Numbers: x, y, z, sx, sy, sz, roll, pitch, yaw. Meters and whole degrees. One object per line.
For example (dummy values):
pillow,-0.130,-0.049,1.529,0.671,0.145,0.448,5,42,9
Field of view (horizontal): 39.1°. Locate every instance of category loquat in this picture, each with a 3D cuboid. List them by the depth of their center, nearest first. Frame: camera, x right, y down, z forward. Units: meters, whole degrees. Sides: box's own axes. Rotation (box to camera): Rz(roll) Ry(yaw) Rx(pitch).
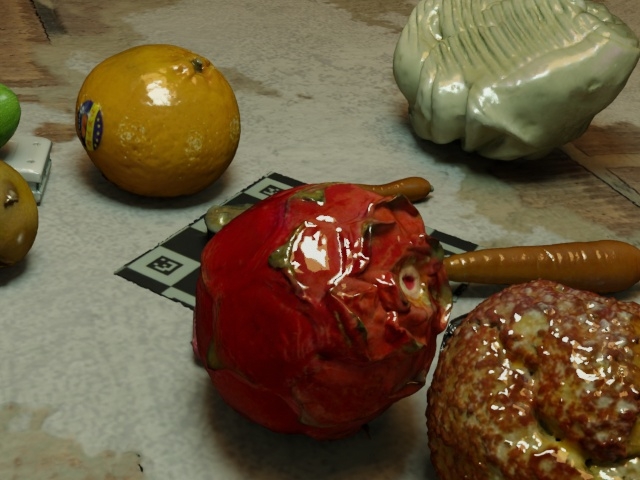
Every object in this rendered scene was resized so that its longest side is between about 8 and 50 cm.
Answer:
loquat,-0.374,-0.030,0.967,0.141,0.141,0.141,6,30,-4

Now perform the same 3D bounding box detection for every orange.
orange,-0.210,-0.158,1.182,0.219,0.193,0.219,17,15,-5

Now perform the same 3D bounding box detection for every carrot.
carrot,0.264,0.034,1.088,0.336,0.069,0.069,-1,31,-15
carrot,0.100,-0.070,1.250,0.142,0.035,0.035,-5,33,-28

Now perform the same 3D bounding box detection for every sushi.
sushi,0.000,0.000,1.081,0.343,0.064,0.359,21,32,21

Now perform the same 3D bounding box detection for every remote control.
remote control,-0.486,-0.097,1.129,0.277,0.055,0.103,4,30,-10

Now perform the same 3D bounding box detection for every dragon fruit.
dragon fruit,-0.001,0.059,0.800,0.241,0.240,0.252,-7,17,-25

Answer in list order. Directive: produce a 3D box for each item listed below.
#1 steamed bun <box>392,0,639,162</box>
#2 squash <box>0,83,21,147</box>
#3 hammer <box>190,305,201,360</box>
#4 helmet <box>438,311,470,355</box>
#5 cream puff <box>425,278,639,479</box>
steamed bun,0.305,-0.258,1.424,0.352,0.247,0.339,-29,46,6
squash,-0.487,-0.073,0.993,0.101,0.101,0.379,28,51,30
hammer,-0.112,0.091,0.920,0.043,0.043,0.083,3,32,-10
helmet,0.163,0.133,0.885,0.098,0.070,0.123,2,55,7
cream puff,0.199,0.141,0.730,0.240,0.164,0.240,-6,60,11
